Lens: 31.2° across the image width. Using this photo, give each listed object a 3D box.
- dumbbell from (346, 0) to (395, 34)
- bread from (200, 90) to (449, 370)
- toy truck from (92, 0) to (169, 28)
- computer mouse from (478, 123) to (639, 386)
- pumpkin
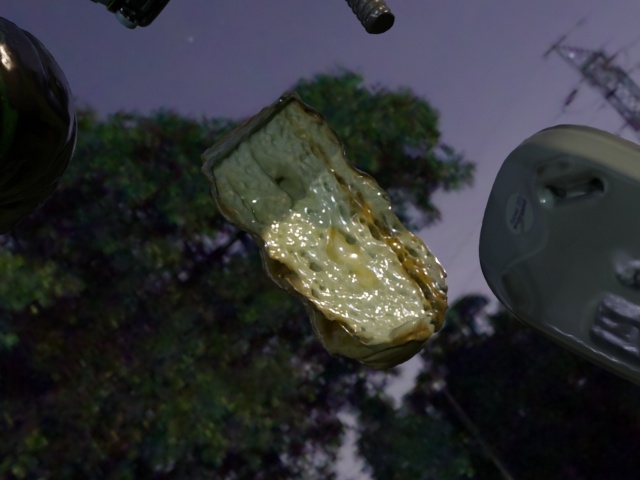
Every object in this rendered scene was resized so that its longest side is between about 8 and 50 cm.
[{"bbox_3d":[-0.022,-0.220,0.706,0.082,0.254,0.081,-24,-27,-13],"label":"dumbbell"},{"bbox_3d":[0.000,0.000,0.901,0.128,0.232,0.088,-38,-4,-38],"label":"bread"},{"bbox_3d":[-0.280,-0.351,1.422,0.191,0.116,0.085,21,-55,-38],"label":"toy truck"},{"bbox_3d":[0.280,0.025,0.979,0.095,0.331,0.197,-19,-49,-46],"label":"computer mouse"},{"bbox_3d":[-0.346,-0.116,0.992,0.248,0.248,0.248,-34,-18,-13],"label":"pumpkin"}]
